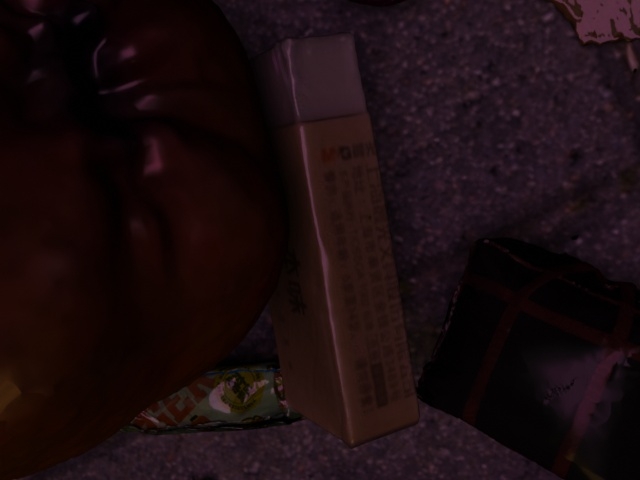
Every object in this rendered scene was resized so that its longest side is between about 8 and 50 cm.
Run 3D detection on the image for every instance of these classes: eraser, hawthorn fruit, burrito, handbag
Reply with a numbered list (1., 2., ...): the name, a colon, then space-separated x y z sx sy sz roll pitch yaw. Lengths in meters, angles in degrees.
1. eraser: 0.000 0.000 0.638 0.078 0.144 0.343 -13 97 -25
2. hawthorn fruit: -0.267 -0.016 0.551 0.472 0.472 0.471 2 100 12
3. burrito: -0.152 0.153 0.750 0.288 0.054 0.104 -7 98 13
4. handbag: 0.209 0.101 0.608 0.215 0.155 0.169 26 102 25

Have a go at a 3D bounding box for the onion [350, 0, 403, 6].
1. onion: 0.046 -0.260 0.613 0.115 0.104 0.115 0 85 3

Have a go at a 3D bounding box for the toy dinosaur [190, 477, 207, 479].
1. toy dinosaur: -0.127 0.304 0.782 0.047 0.030 0.083 -18 94 15

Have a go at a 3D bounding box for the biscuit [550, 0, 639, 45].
1. biscuit: 0.298 -0.290 0.598 0.232 0.013 0.236 -2 98 12
